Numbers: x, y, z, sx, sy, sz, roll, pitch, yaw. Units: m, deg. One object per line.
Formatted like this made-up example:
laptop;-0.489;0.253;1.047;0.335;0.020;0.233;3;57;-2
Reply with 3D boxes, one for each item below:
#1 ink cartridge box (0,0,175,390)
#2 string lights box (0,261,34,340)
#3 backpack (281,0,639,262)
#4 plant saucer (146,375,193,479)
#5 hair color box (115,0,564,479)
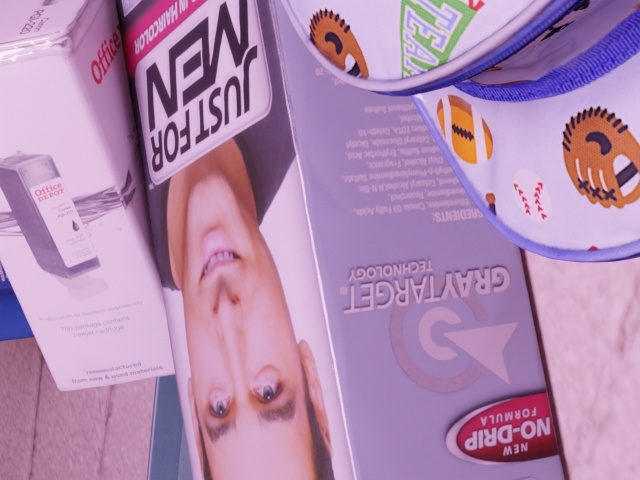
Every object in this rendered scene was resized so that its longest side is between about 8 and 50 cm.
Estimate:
ink cartridge box;-0.135;-0.045;0.815;0.158;0.092;0.217;-81;-21;-59
string lights box;-0.296;0.011;1.084;0.133;0.260;0.076;65;146;32
backpack;0.103;-0.130;0.406;0.263;0.213;0.276;63;143;15
plant saucer;-0.109;0.153;1.024;0.067;0.018;0.192;41;129;51
hair color box;0.000;0.000;0.696;0.185;0.114;0.374;-23;76;61
